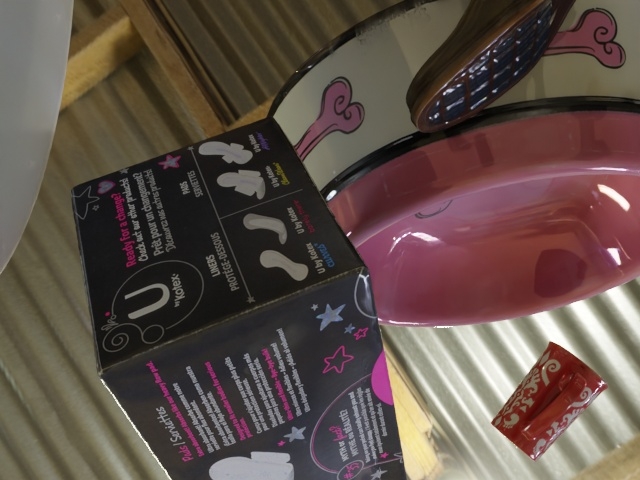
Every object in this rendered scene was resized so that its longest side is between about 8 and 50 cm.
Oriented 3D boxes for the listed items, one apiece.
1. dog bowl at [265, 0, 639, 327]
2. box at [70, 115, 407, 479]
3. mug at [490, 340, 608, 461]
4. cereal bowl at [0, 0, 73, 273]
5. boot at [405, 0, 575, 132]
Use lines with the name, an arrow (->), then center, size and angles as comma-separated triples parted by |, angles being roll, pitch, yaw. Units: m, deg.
dog bowl -> 0.154, -0.042, 0.647 | 0.408, 0.408, 0.150 | -10, -114, 4
box -> -0.047, 0.076, 0.464 | 0.142, 0.247, 0.163 | -21, -136, -9
mug -> 0.356, 0.256, 1.123 | 0.169, 0.150, 0.113 | -49, -128, -1
cereal bowl -> -0.246, -0.133, 0.389 | 0.141, 0.339, 0.339 | 10, -90, -9
boot -> 0.111, -0.170, 0.449 | 0.219, 0.082, 0.106 | -44, -111, -5
